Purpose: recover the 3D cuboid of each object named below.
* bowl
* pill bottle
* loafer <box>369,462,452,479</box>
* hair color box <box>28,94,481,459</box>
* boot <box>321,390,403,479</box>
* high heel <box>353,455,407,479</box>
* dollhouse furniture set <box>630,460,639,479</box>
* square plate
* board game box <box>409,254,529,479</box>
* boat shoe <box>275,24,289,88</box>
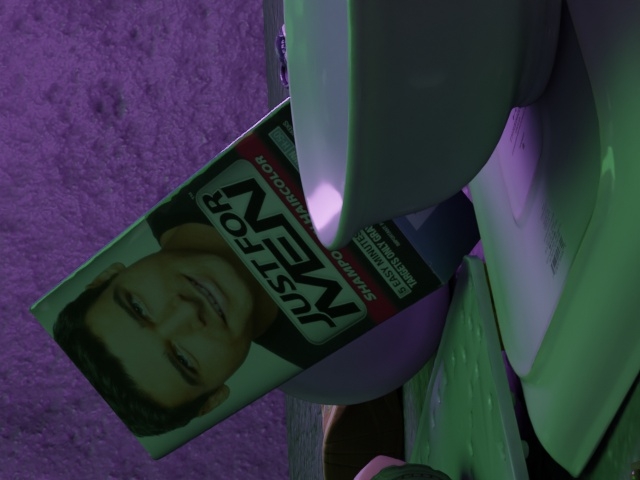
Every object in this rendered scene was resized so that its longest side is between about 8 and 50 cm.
[{"bbox_3d":[0.058,-0.146,0.796,0.298,0.134,0.298,177,90,-82],"label":"bowl"},{"bbox_3d":[0.000,0.000,1.428,0.363,0.210,0.210,-109,17,-65],"label":"pill bottle"},{"bbox_3d":[0.062,0.333,1.031,0.111,0.112,0.320,-116,26,-86],"label":"loafer"},{"bbox_3d":[-0.063,0.025,1.150,0.185,0.374,0.113,51,-142,-5],"label":"hair color box"},{"bbox_3d":[0.037,0.184,1.679,0.203,0.095,0.262,-138,47,-80],"label":"boot"},{"bbox_3d":[0.086,0.350,1.417,0.261,0.093,0.186,-108,10,-71],"label":"high heel"},{"bbox_3d":[0.149,0.174,0.627,0.151,0.123,0.144,113,153,-75],"label":"dollhouse furniture set"},{"bbox_3d":[0.146,-0.075,0.854,0.347,0.049,0.344,97,168,-55],"label":"square plate"},{"bbox_3d":[0.140,0.273,1.054,0.390,0.050,0.390,96,168,-55],"label":"board game box"},{"bbox_3d":[-0.010,-0.265,1.837,0.301,0.102,0.108,136,130,-81],"label":"boat shoe"}]
